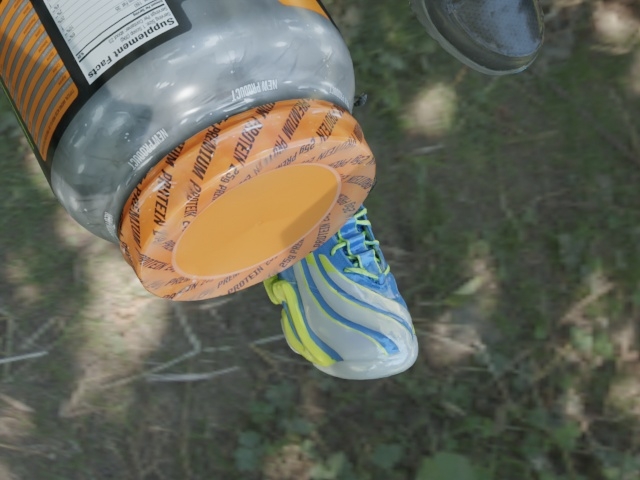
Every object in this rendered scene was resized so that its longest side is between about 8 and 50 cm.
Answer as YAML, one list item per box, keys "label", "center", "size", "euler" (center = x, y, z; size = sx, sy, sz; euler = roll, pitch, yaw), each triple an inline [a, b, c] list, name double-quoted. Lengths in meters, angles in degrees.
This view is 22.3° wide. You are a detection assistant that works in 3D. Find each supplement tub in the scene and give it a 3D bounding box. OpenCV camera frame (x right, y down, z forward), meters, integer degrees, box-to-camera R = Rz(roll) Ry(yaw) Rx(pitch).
- label: "supplement tub"
  center: [-0.106, -0.133, 0.976]
  size: [0.193, 0.193, 0.316]
  euler: [-16, 64, -29]

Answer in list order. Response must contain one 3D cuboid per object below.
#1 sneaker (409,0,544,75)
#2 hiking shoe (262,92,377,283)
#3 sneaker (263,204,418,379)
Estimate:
- label: "sneaker"
  center: [0.142, -0.304, 1.539]
  size: [0.125, 0.139, 0.341]
  euler: [-41, 118, -26]
- label: "hiking shoe"
  center: [-0.010, -0.041, 1.483]
  size: [0.086, 0.114, 0.227]
  euler: [-50, 149, -48]
- label: "sneaker"
  center: [0.000, 0.000, 1.186]
  size: [0.091, 0.240, 0.126]
  euler: [-15, 122, -17]
